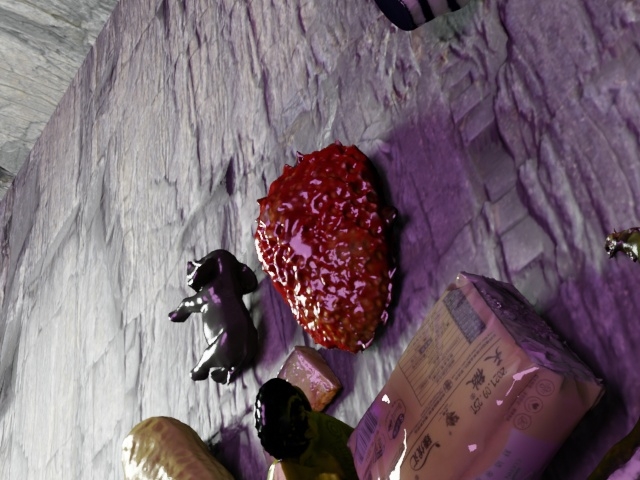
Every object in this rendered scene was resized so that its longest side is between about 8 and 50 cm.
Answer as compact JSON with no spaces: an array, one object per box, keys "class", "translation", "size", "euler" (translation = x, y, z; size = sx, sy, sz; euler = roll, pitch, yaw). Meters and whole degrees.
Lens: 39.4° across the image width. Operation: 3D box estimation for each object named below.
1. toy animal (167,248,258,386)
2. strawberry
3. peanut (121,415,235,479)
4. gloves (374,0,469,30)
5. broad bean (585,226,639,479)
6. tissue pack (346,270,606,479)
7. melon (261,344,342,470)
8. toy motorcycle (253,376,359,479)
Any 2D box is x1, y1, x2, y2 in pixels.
[{"class":"toy animal","translation":[-0.162,0.115,1.433],"size":[0.146,0.114,0.245],"euler":[-52,57,38]},{"class":"strawberry","translation":[0.000,0.000,1.206],"size":[0.233,0.137,0.306],"euler":[-55,33,21]},{"class":"peanut","translation":[-0.204,0.373,1.323],"size":[0.319,0.147,0.147],"euler":[30,99,53]},{"class":"gloves","translation":[0.170,-0.385,1.188],"size":[0.218,0.131,0.140],"euler":[-38,31,-6]},{"class":"broad bean","translation":[0.288,0.118,0.782],"size":[0.144,0.049,0.292],"euler":[-19,56,60]},{"class":"tissue pack","translation":[0.136,0.179,0.888],"size":[0.257,0.123,0.215],"euler":[-63,24,18]},{"class":"melon","translation":[-0.041,0.239,1.233],"size":[0.098,0.054,0.182],"euler":[48,115,39]},{"class":"toy motorcycle","translation":[-0.005,0.328,1.000],"size":[0.142,0.206,0.342],"euler":[-18,71,30]}]
